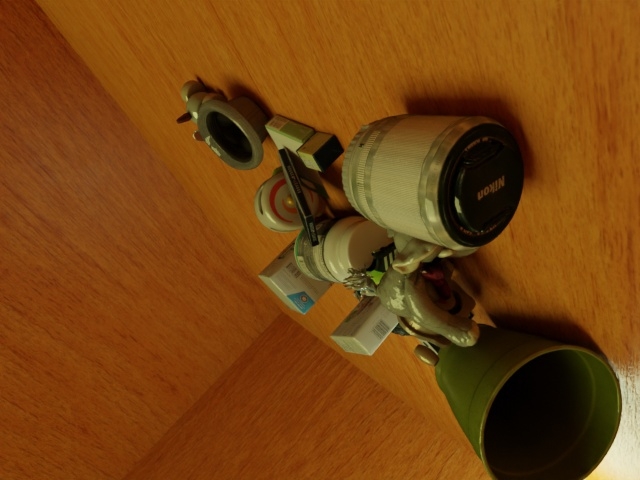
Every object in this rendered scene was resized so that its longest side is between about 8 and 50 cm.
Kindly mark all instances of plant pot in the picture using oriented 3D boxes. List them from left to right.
[{"bbox_3d":[0.473,0.375,1.361,0.366,0.366,0.353,50,176,-18],"label":"plant pot"}]

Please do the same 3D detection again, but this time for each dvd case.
[{"bbox_3d":[-0.062,-0.121,1.543,0.179,0.030,0.238,78,172,-63],"label":"dvd case"}]

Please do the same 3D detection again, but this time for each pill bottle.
[{"bbox_3d":[0.074,0.030,1.641,0.204,0.204,0.361,49,161,-16],"label":"pill bottle"}]

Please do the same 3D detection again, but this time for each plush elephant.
[{"bbox_3d":[0.244,0.045,1.256,0.330,0.271,0.255,15,127,-12],"label":"plush elephant"}]

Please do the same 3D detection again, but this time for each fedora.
[{"bbox_3d":[-0.245,-0.343,1.639,0.244,0.124,0.275,44,156,-6],"label":"fedora"}]

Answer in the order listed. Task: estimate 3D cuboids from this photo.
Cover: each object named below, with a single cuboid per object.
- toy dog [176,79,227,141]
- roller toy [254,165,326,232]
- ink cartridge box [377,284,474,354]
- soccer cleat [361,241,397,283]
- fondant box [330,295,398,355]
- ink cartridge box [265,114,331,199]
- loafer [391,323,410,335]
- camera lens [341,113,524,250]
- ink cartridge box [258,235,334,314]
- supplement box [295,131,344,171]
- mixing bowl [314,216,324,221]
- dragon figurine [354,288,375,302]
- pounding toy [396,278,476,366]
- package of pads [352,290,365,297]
[{"bbox_3d":[-0.371,-0.369,1.824,0.220,0.161,0.333,22,153,54],"label":"toy dog"},{"bbox_3d":[-0.106,-0.121,1.738,0.209,0.191,0.146,47,163,-11],"label":"roller toy"},{"bbox_3d":[0.319,0.201,1.548,0.332,0.165,0.065,47,165,-13],"label":"ink cartridge box"},{"bbox_3d":[0.183,0.037,1.442,0.072,0.179,0.060,40,-177,-12],"label":"soccer cleat"},{"bbox_3d":[0.180,0.303,2.018,0.096,0.238,0.330,44,165,-4],"label":"fondant box"},{"bbox_3d":[-0.048,-0.237,1.550,0.171,0.056,0.235,30,161,41],"label":"ink cartridge box"},{"bbox_3d":[0.304,0.336,2.093,0.078,0.076,0.223,55,159,-8],"label":"loafer"},{"bbox_3d":[0.195,-0.110,0.957,0.274,0.219,0.219,21,152,55],"label":"camera lens"},{"bbox_3d":[-0.061,0.112,2.079,0.198,0.270,0.197,48,166,-12],"label":"ink cartridge box"},{"bbox_3d":[-0.002,-0.230,1.396,0.083,0.083,0.056,24,154,49],"label":"supplement box"},{"bbox_3d":[0.000,0.000,1.882,0.098,0.181,0.181,8,156,8],"label":"mixing bowl"},{"bbox_3d":[0.163,0.116,1.864,0.289,0.144,0.085,60,171,19],"label":"dragon figurine"},{"bbox_3d":[0.279,0.216,1.411,0.154,0.269,0.154,34,126,17],"label":"pounding toy"},{"bbox_3d":[0.164,0.204,2.153,0.032,0.050,0.083,47,164,-7],"label":"package of pads"}]
